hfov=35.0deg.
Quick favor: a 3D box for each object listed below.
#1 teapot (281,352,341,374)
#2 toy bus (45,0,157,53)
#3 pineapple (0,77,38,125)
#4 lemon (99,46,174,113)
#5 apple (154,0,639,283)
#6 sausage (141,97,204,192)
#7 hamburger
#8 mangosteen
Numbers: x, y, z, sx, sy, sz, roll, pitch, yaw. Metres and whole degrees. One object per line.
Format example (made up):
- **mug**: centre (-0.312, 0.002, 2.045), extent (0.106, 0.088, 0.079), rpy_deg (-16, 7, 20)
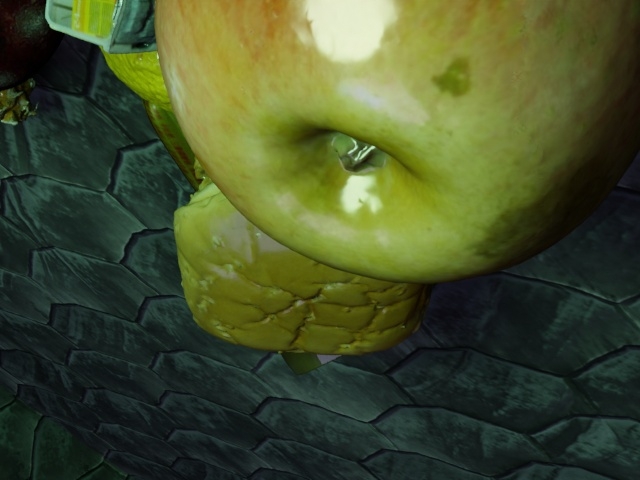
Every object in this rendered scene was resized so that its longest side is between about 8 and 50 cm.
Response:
- **teapot**: centre (0.015, 0.043, 1.243), extent (0.267, 0.185, 0.175), rpy_deg (-30, 91, 24)
- **toy bus**: centre (-0.138, -0.279, 0.758), extent (0.106, 0.092, 0.268), rpy_deg (21, 112, 26)
- **pineapple**: centre (-0.415, -0.228, 1.208), extent (0.176, 0.137, 0.161), rpy_deg (21, -165, 0)
- **lemon**: centre (-0.114, -0.200, 0.914), extent (0.180, 0.180, 0.193), rpy_deg (35, -178, -16)
- **apple**: centre (0.063, -0.144, 0.691), extent (0.364, 0.364, 0.364), rpy_deg (21, 152, 12)
- **sausage**: centre (-0.121, -0.123, 1.105), extent (0.117, 0.125, 0.317), rpy_deg (-3, 140, 30)
- **hamburger**: centre (0.000, 0.000, 1.017), extent (0.318, 0.158, 0.318), rpy_deg (1, 146, 1)
- **mangosteen**: centre (-0.343, -0.263, 1.016), extent (0.194, 0.194, 0.230), rpy_deg (17, 125, 17)
